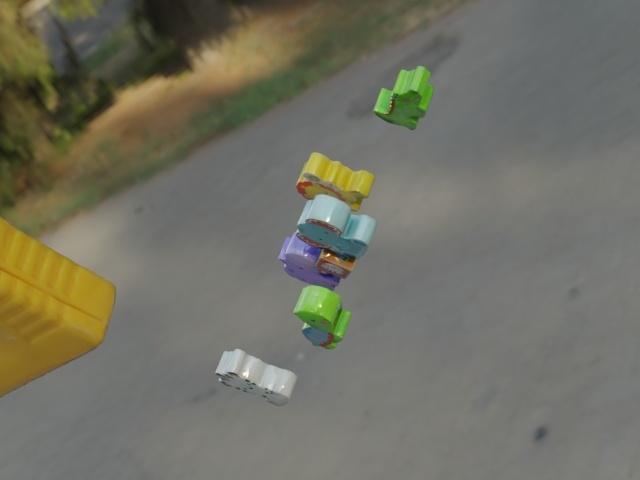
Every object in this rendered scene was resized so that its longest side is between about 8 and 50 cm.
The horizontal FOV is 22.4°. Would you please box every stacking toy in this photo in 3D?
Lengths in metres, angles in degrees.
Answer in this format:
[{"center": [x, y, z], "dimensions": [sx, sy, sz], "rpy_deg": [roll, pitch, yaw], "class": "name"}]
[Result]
[{"center": [0.000, 0.000, 1.002], "dimensions": [0.221, 0.052, 0.167], "rpy_deg": [126, 166, -69], "class": "stacking toy"}]

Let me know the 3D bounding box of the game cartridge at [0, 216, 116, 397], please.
[{"center": [-0.317, 0.012, 0.872], "dimensions": [0.285, 0.323, 0.053], "rpy_deg": [-28, 39, 44], "class": "game cartridge"}]
